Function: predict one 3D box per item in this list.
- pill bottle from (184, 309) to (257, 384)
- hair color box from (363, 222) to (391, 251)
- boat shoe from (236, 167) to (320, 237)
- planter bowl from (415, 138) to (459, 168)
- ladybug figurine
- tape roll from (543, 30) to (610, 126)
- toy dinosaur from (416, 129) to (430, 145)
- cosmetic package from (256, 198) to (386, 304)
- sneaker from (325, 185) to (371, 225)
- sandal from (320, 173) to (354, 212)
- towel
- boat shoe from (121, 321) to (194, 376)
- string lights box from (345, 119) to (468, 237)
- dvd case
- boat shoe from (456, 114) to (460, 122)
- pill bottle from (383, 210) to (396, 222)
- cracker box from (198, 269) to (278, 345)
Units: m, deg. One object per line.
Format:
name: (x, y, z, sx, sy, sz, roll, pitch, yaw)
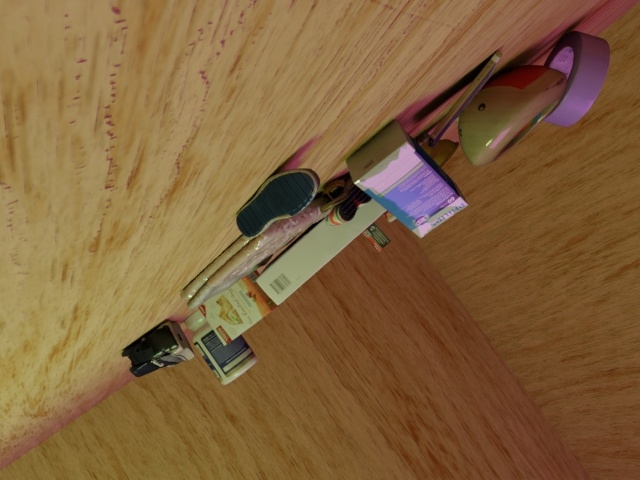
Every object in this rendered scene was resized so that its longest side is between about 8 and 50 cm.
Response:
pill bottle: (-0.354, 0.356, 1.805, 0.153, 0.265, 0.153, -35, 178, -2)
hair color box: (0.145, -0.016, 1.400, 0.043, 0.072, 0.141, -42, -177, 3)
boat shoe: (-0.060, -0.067, 0.797, 0.183, 0.066, 0.066, -26, -171, 42)
planter bowl: (0.287, -0.235, 1.487, 0.217, 0.090, 0.217, -46, -174, 6)
ladybug figurine: (0.534, -0.372, 1.467, 0.449, 0.162, 0.305, -32, 163, -43)
tape roll: (0.775, -0.502, 1.609, 0.275, 0.090, 0.275, -165, -90, -87)
toy dinosaur: (0.179, -0.167, 1.328, 0.200, 0.127, 0.295, -29, -175, -19)
cosmetic package: (0.000, 0.000, 1.437, 0.377, 0.097, 0.284, -41, -178, 2)
sneaker: (0.064, -0.086, 1.239, 0.075, 0.057, 0.161, -25, -164, 43)
sandal: (0.036, -0.117, 1.188, 0.072, 0.049, 0.180, -32, -166, 36)
towel: (-0.136, 0.018, 1.211, 0.317, 0.053, 0.331, -39, 177, 32)
boat shoe: (-0.483, 0.330, 1.541, 0.158, 0.127, 0.340, -29, 167, -12)
string lights box: (0.187, -0.119, 1.084, 0.133, 0.077, 0.259, -37, 135, 21)
dvd case: (0.318, -0.306, 1.153, 0.221, 0.018, 0.164, -52, 173, 9)
boat shoe: (0.495, -0.390, 1.648, 0.065, 0.083, 0.183, -36, 176, 1)
pill bottle: (0.200, -0.138, 1.561, 0.086, 0.152, 0.086, -36, 176, -3)
cracker box: (-0.256, 0.202, 1.596, 0.232, 0.156, 0.067, -39, 175, 29)
